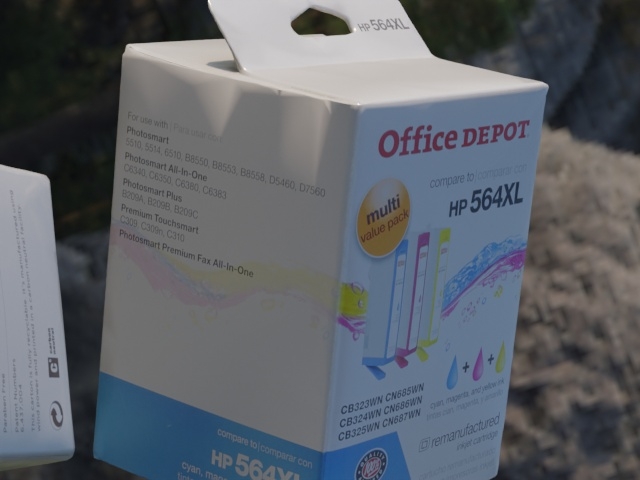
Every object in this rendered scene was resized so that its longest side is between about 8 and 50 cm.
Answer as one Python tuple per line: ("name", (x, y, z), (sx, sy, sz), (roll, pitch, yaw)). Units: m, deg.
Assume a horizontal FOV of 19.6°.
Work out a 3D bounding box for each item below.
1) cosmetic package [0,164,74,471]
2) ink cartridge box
("cosmetic package", (-0.275, 0.038, 0.786), (0.365, 0.197, 0.155), (17, 65, -70))
("ink cartridge box", (0.000, 0.000, 0.543), (0.092, 0.090, 0.143), (-12, 113, -49))
